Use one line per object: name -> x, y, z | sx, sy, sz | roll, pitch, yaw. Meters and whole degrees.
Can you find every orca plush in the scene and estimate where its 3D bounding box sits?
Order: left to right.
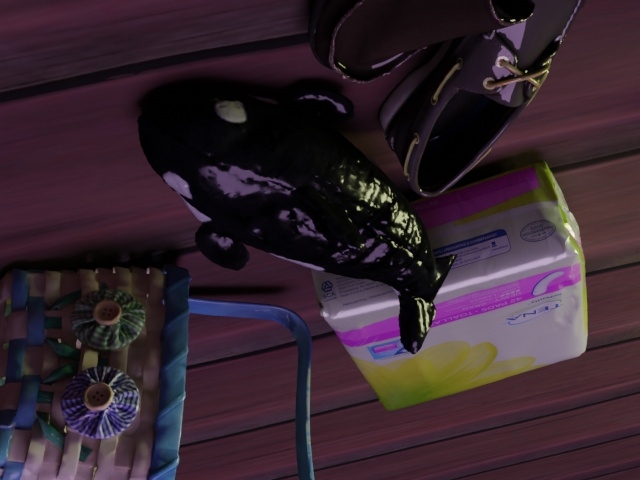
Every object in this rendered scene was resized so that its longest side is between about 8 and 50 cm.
orca plush -> 0.000, 0.000, 0.742 | 0.151, 0.102, 0.287 | -37, 125, 5

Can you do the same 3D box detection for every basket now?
basket -> -0.139, 0.152, 0.881 | 0.289, 0.254, 0.201 | 13, 140, -24

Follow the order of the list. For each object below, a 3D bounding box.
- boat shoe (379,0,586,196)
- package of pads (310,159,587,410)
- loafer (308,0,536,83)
boat shoe -> 0.117, -0.114, 0.712 | 0.081, 0.068, 0.227 | 0, 149, -27
package of pads -> 0.133, 0.052, 0.998 | 0.229, 0.101, 0.296 | -17, 153, 6
loafer -> 0.080, -0.153, 0.611 | 0.080, 0.078, 0.220 | 15, 140, -44
